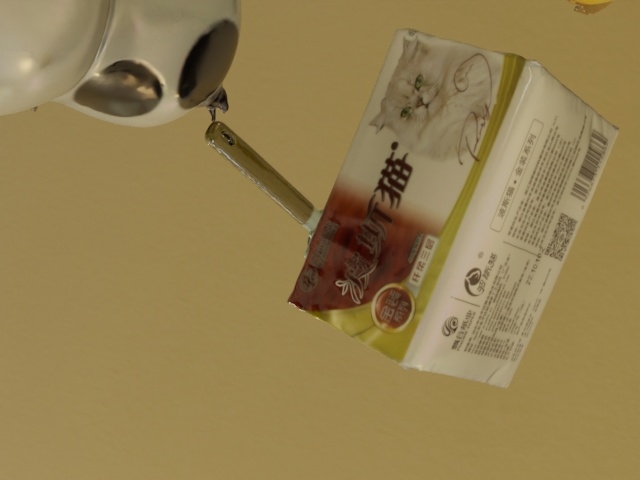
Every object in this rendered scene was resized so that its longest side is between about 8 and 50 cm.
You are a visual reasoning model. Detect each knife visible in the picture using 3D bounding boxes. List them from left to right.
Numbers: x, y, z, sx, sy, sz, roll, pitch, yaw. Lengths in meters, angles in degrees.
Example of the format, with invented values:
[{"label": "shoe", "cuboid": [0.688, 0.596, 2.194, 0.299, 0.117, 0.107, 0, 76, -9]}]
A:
[{"label": "knife", "cuboid": [0.000, 0.001, 1.031, 0.027, 0.343, 0.061, -18, -140, 45]}]

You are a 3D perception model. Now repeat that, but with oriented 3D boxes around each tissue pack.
[{"label": "tissue pack", "cuboid": [0.066, -0.014, 0.495, 0.106, 0.099, 0.148, 20, 94, -51]}]

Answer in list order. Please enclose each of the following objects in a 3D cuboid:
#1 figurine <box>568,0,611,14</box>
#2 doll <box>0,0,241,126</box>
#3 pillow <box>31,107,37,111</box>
[{"label": "figurine", "cuboid": [0.321, -0.329, 0.959, 0.246, 0.131, 0.156, -49, -133, 27]}, {"label": "doll", "cuboid": [-0.120, -0.109, 0.467, 0.110, 0.107, 0.181, -34, 160, 32]}, {"label": "pillow", "cuboid": [-0.299, -0.335, 1.193, 0.310, 0.119, 0.312, 115, 0, -76]}]
